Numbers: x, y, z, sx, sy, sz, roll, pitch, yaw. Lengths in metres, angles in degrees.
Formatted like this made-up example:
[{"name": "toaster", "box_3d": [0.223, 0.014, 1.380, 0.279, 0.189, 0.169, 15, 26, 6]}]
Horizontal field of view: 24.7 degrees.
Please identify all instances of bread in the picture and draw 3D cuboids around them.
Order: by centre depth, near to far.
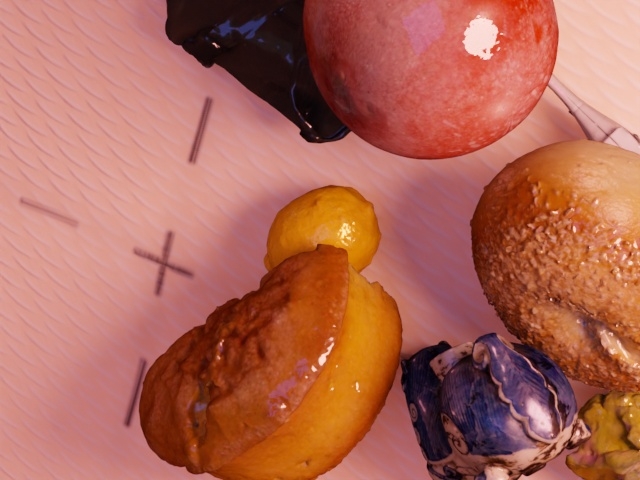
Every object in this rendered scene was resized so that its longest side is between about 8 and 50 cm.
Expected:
[{"name": "bread", "box_3d": [0.289, 0.040, 1.496, 0.305, 0.159, 0.305, 21, 143, 17]}, {"name": "bread", "box_3d": [-0.053, 0.177, 1.632, 0.340, 0.194, 0.179, -37, 43, 23]}]

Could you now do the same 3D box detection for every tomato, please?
[{"name": "tomato", "box_3d": [0.103, -0.205, 1.475, 0.227, 0.270, 0.270, -37, 81, -26]}]

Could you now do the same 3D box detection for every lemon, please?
[{"name": "lemon", "box_3d": [0.000, 0.000, 1.675, 0.155, 0.114, 0.114, -31, 85, 23]}]

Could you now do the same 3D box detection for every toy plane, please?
[{"name": "toy plane", "box_3d": [0.301, -0.127, 1.557, 0.182, 0.107, 0.273, -26, 89, 9]}]

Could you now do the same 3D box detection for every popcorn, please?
[{"name": "popcorn", "box_3d": [0.336, 0.228, 1.586, 0.126, 0.126, 0.145, 9, 116, 42]}]

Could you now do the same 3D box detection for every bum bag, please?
[{"name": "bum bag", "box_3d": [-0.056, -0.220, 1.669, 0.326, 0.080, 0.142, 32, 93, 20]}]

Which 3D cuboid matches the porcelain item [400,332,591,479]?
[{"name": "porcelain item", "box_3d": [0.173, 0.176, 1.567, 0.138, 0.288, 0.186, -25, 76, -14]}]
